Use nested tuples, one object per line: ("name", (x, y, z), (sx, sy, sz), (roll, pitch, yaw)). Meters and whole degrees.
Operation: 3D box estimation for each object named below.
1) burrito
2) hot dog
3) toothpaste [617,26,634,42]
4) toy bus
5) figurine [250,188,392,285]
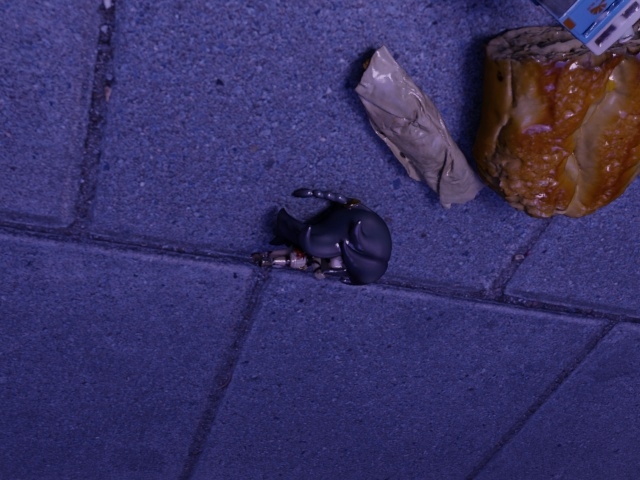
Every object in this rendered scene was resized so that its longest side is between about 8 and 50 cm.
("burrito", (0.182, -0.192, 1.167), (0.117, 0.076, 0.392), (-32, 130, 18))
("hot dog", (0.465, -0.211, 1.138), (0.368, 0.196, 0.365), (-4, 130, 0))
("toothpaste", (0.430, -0.409, 0.967), (0.052, 0.218, 0.033), (-23, 174, 11))
("toy bus", (0.320, -0.390, 0.879), (0.131, 0.297, 0.106), (22, 124, -35))
("figurine", (0.015, 0.004, 1.250), (0.265, 0.175, 0.197), (17, 121, -34))
